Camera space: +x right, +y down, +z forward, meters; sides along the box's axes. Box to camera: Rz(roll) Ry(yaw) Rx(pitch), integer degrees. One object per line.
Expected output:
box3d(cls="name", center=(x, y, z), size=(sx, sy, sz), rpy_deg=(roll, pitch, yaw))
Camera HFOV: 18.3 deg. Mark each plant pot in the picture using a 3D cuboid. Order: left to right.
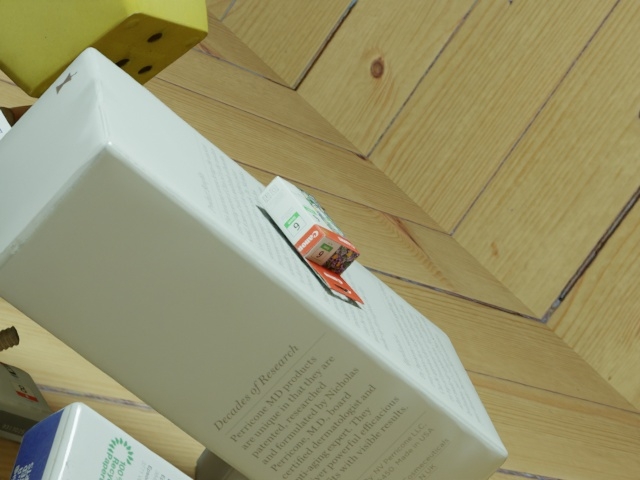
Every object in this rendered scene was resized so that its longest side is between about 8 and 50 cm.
box3d(cls="plant pot", center=(-0.231, -0.246, 1.921), size=(0.187, 0.212, 0.212), rpy_deg=(61, 22, 16))

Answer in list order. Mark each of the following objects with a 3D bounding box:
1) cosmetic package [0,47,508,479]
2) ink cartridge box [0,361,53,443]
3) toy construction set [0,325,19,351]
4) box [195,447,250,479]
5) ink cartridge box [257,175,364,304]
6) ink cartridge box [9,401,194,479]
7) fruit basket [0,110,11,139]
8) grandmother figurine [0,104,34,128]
box3d(cls="cosmetic package", center=(-0.070, 0.062, 1.686), size=(0.453, 0.161, 0.230), rpy_deg=(40, 12, -23))
box3d(cls="ink cartridge box", center=(-0.324, 0.097, 1.728), size=(0.145, 0.045, 0.179), rpy_deg=(24, 21, -40))
box3d(cls="toy construction set", center=(-0.390, 0.049, 1.462), size=(0.309, 0.237, 0.257), rpy_deg=(-101, 171, -76))
box3d(cls="box", center=(-0.024, 0.241, 1.852), size=(0.170, 0.091, 0.130), rpy_deg=(33, 15, -12))
box3d(cls="ink cartridge box", center=(0.000, 0.000, 1.666), size=(0.115, 0.029, 0.063), rpy_deg=(50, 13, 32))
box3d(cls="ink cartridge box", center=(-0.079, 0.314, 1.205), size=(0.330, 0.071, 0.324), rpy_deg=(39, 40, -25))
box3d(cls="fruit basket", center=(-0.490, -0.172, 1.791), size=(0.327, 0.165, 0.353), rpy_deg=(-16, 42, -22))
box3d(cls="grandmother figurine", center=(-0.376, -0.091, 1.965), size=(0.342, 0.208, 0.104), rpy_deg=(-2, 60, -37))
